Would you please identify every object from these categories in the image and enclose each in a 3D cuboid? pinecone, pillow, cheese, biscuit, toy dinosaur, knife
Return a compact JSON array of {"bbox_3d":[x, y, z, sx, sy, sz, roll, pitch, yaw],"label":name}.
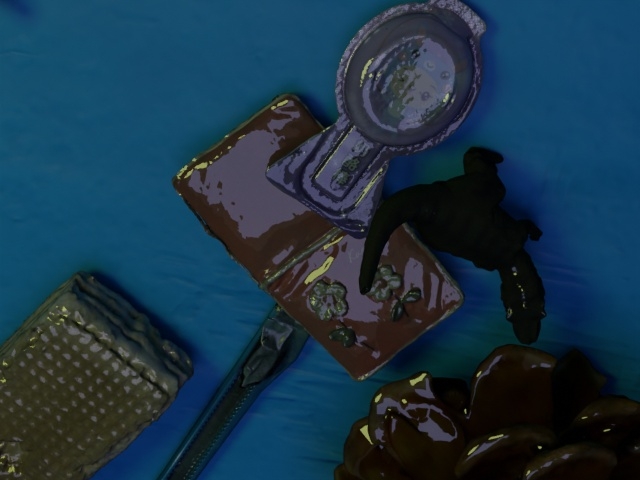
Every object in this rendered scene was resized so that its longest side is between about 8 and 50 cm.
[{"bbox_3d":[0.169,0.291,0.840,0.384,0.384,0.384,2,117,5],"label":"pinecone"},{"bbox_3d":[0.000,0.000,0.876,0.126,0.043,0.232,-40,105,8],"label":"pillow"},{"bbox_3d":[0.050,-0.096,0.819,0.105,0.042,0.191,32,105,-13],"label":"cheese"},{"bbox_3d":[-0.297,0.202,0.995,0.144,0.078,0.426,41,114,-16],"label":"biscuit"},{"bbox_3d":[0.119,0.013,0.803,0.187,0.179,0.087,38,115,-16],"label":"toy dinosaur"},{"bbox_3d":[-0.074,0.142,0.973,0.044,0.026,0.296,25,116,-20],"label":"knife"}]
